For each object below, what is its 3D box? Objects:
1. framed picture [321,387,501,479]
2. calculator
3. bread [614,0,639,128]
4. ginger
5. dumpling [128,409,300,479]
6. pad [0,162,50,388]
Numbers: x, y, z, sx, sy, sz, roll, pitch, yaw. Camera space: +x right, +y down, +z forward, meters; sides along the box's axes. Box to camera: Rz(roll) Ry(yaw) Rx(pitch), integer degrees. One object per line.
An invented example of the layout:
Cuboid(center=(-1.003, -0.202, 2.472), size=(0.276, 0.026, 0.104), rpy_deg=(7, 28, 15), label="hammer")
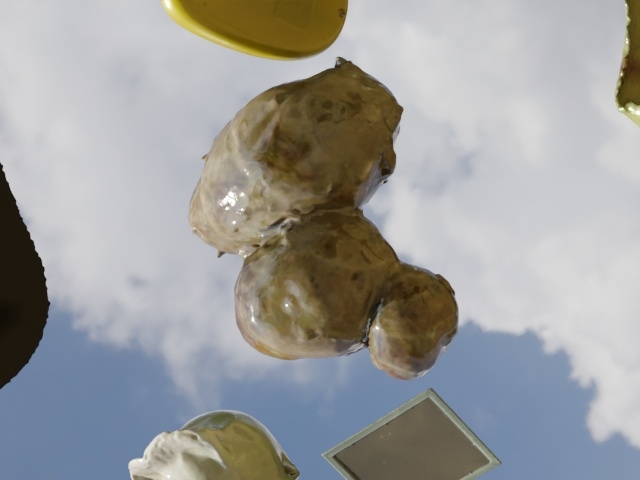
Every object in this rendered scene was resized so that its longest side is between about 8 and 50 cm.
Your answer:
Cuboid(center=(0.115, 0.273, 1.886), size=(0.142, 0.183, 0.011), rpy_deg=(46, -152, -16), label="framed picture")
Cuboid(center=(-0.076, -0.254, 1.425), size=(0.235, 0.032, 0.146), rpy_deg=(18, -104, -28), label="calculator")
Cuboid(center=(0.495, -0.185, 1.773), size=(0.362, 0.245, 0.233), rpy_deg=(30, -130, -63), label="bread")
Cuboid(center=(0.000, 0.000, 1.399), size=(0.155, 0.245, 0.304), rpy_deg=(-7, -105, -68), label="ginger")
Cuboid(center=(-0.122, 0.260, 1.668), size=(0.229, 0.151, 0.124), rpy_deg=(37, -151, -46), label="dumpling")
Cuboid(center=(-0.303, -0.067, 0.533), size=(0.315, 0.063, 0.375), rpy_deg=(-23, -85, -25), label="pad")
